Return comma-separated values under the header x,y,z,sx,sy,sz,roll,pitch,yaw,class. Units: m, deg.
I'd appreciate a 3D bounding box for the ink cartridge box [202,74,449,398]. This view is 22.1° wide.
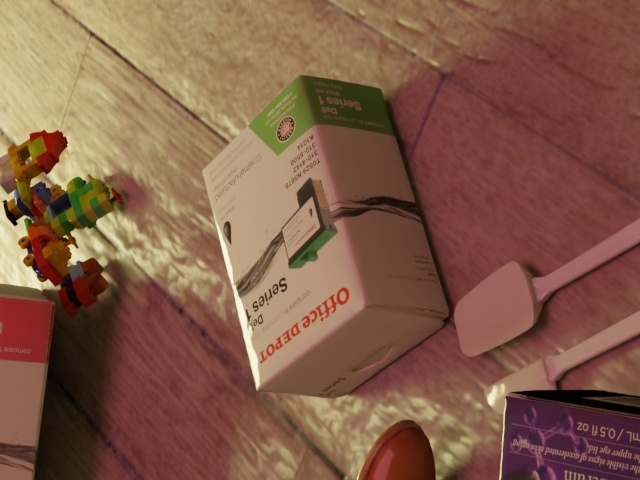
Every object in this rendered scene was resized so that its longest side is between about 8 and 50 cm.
x,y,z,sx,sy,sz,roll,pitch,yaw,class
0.000,0.000,1.358,0.160,0.093,0.219,-41,54,40,ink cartridge box

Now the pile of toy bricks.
x,y,z,sx,sy,sz,roll,pitch,yaw,class
-0.254,-0.027,1.693,0.105,0.118,0.212,-32,40,4,pile of toy bricks

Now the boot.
x,y,z,sx,sy,sz,roll,pitch,yaw,class
0.094,0.244,1.224,0.152,0.073,0.197,19,111,52,boot

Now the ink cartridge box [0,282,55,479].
x,y,z,sx,sy,sz,roll,pitch,yaw,class
-0.355,0.188,1.701,0.207,0.117,0.283,-172,89,-75,ink cartridge box

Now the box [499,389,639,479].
x,y,z,sx,sy,sz,roll,pitch,yaw,class
0.201,0.206,1.056,0.153,0.108,0.207,2,89,51,box

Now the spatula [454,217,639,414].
x,y,z,sx,sy,sz,roll,pitch,yaw,class
0.194,0.071,1.166,0.242,0.019,0.168,-36,56,42,spatula
